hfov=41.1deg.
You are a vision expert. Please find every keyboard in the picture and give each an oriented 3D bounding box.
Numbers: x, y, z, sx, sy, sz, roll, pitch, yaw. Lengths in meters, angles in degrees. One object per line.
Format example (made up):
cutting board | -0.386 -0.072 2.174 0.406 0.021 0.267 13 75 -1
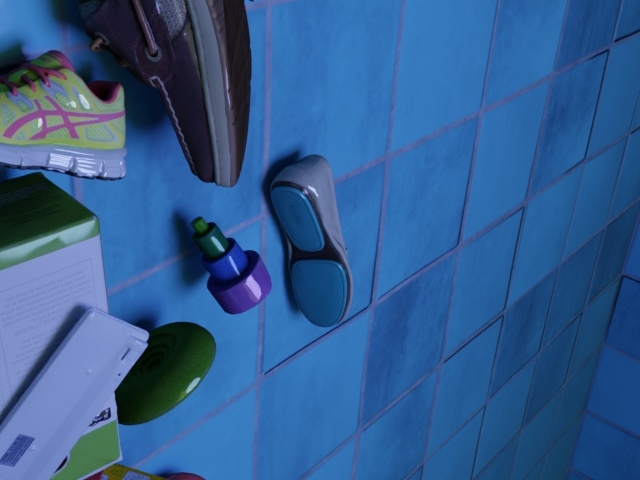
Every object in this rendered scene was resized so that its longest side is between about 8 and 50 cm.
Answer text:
keyboard | -0.233 0.166 0.675 0.256 0.014 0.072 -54 137 -1

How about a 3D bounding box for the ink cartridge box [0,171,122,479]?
ink cartridge box | -0.269 0.100 0.677 0.188 0.097 0.255 -23 130 -36

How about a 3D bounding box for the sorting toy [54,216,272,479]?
sorting toy | -0.201 0.109 0.820 0.365 0.127 0.126 -46 121 -23

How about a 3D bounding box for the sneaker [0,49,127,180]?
sneaker | -0.227 -0.103 0.651 0.208 0.081 0.094 1 104 -62

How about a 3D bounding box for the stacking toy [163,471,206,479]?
stacking toy | -0.193 0.435 1.025 0.141 0.141 0.330 7 99 -57

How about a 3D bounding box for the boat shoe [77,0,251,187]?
boat shoe | -0.133 -0.195 0.691 0.123 0.123 0.342 -84 169 -50

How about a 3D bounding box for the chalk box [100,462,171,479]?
chalk box | -0.219 0.359 0.883 0.132 0.132 0.213 -53 156 -67

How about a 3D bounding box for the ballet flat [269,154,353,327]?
ballet flat | 0.000 0.000 1.045 0.086 0.086 0.248 -43 141 -31
